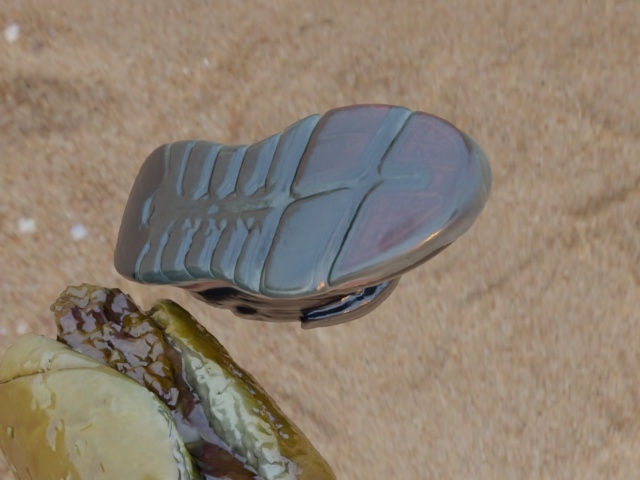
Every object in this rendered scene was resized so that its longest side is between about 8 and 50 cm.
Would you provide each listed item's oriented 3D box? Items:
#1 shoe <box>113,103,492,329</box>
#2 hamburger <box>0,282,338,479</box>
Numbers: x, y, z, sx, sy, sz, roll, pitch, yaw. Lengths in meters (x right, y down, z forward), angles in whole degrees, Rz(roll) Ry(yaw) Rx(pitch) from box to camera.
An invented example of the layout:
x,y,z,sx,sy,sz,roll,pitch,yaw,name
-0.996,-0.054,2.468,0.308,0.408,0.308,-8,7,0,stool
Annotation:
x,y,z,sx,sy,sz,roll,pitch,yaw,name
0.000,0.000,1.029,0.291,0.137,0.114,-5,65,51,shoe
-0.088,0.133,1.018,0.155,0.282,0.245,-30,91,-18,hamburger
